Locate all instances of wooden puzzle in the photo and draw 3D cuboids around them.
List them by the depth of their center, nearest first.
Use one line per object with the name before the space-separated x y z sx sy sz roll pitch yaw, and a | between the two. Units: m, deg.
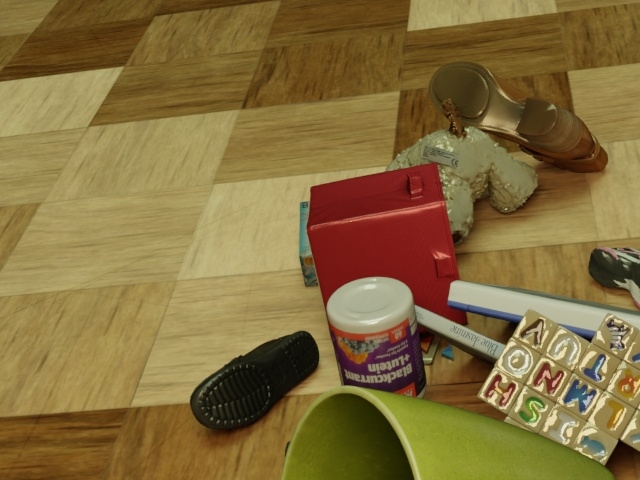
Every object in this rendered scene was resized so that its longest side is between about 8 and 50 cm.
wooden puzzle | 0.128 0.146 1.752 0.116 0.014 0.078 -4 30 12

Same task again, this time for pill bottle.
pill bottle | 0.075 0.152 1.573 0.108 0.194 0.108 -9 29 5

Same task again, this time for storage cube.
storage cube | 0.093 0.020 1.784 0.193 0.215 0.184 -10 21 5

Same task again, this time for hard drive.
hard drive | 0.352 0.103 1.618 0.318 0.040 0.210 11 1 34

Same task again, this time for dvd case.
dvd case | 0.239 0.152 1.567 0.253 0.180 0.022 23 84 45

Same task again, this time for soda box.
soda box | 0.000 0.000 2.010 0.062 0.058 0.183 -9 28 5

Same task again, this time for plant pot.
plant pot | 0.149 0.281 1.238 0.293 0.275 0.275 4 20 -29

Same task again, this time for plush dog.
plush dog | 0.181 -0.103 2.031 0.262 0.211 0.225 -29 7 -33

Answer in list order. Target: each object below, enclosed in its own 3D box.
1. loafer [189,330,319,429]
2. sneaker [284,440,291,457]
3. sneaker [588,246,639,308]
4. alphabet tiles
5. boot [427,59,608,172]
loafer | -0.095 0.192 1.700 0.220 0.080 0.078 -25 7 -41
sneaker | 0.044 0.278 1.504 0.190 0.071 0.083 21 35 31
sneaker | 0.461 0.046 1.762 0.077 0.072 0.178 -14 33 -28
alphabet tiles | 0.305 0.184 1.400 0.237 0.009 0.198 30 84 12
boot | 0.332 -0.200 2.094 0.283 0.109 0.220 20 -2 38
